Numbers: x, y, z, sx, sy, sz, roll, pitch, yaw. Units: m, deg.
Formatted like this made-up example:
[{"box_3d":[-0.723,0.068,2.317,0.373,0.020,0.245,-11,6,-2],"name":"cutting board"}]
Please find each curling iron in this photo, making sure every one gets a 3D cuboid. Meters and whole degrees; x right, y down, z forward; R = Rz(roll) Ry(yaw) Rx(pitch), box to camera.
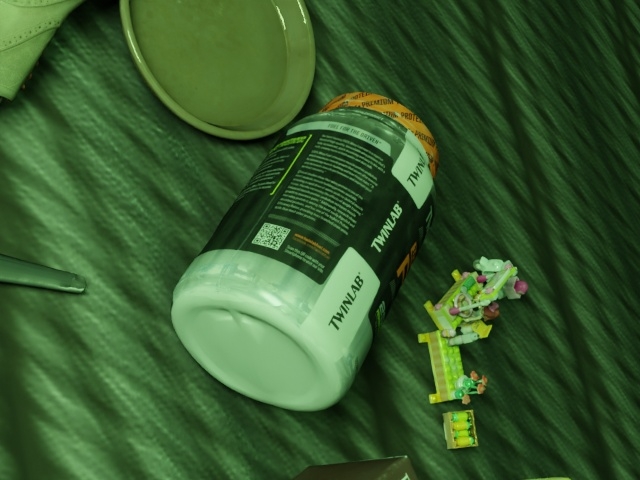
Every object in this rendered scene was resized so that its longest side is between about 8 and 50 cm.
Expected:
[{"box_3d":[-0.339,0.002,0.802,0.274,0.035,0.068,23,62,-33],"name":"curling iron"}]

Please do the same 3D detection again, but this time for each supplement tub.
[{"box_3d":[0.000,0.000,0.975,0.207,0.207,0.338,45,52,-19],"name":"supplement tub"}]

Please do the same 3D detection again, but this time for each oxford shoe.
[{"box_3d":[-0.318,-0.205,0.863,0.348,0.123,0.130,-38,123,-40],"name":"oxford shoe"}]

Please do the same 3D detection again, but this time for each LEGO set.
[{"box_3d":[0.213,0.130,1.176,0.132,0.107,0.287,39,54,-24],"name":"LEGO set"}]

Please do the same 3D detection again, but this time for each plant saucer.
[{"box_3d":[-0.122,-0.252,1.058,0.277,0.041,0.278,9,76,-39],"name":"plant saucer"}]

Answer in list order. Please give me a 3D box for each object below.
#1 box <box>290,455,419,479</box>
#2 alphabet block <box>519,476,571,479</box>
[{"box_3d":[0.008,0.344,0.886,0.203,0.167,0.168,-29,94,-42],"name":"box"},{"box_3d":[0.212,0.411,1.023,0.197,0.192,0.193,-29,96,-41],"name":"alphabet block"}]
